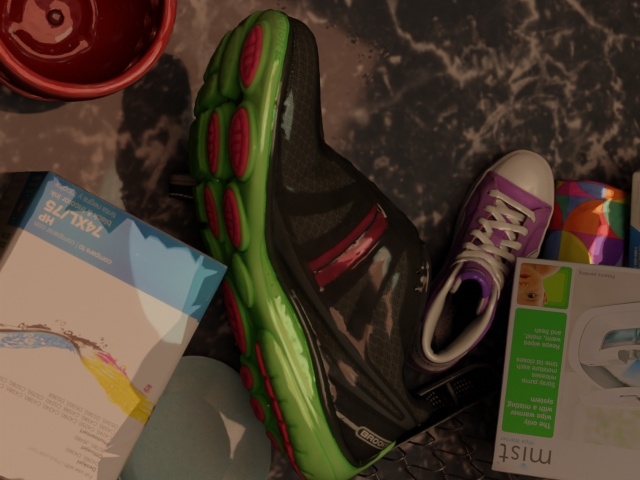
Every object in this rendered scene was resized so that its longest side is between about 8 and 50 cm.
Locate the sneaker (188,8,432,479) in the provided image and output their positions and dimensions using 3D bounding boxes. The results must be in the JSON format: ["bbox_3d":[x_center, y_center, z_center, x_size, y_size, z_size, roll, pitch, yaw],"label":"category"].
[{"bbox_3d":[0.000,0.000,1.474,0.202,0.185,0.483,-19,113,-20],"label":"sneaker"}]

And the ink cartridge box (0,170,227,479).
[{"bbox_3d":[-0.257,0.096,1.446,0.197,0.198,0.270,29,82,-19],"label":"ink cartridge box"}]

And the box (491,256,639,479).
[{"bbox_3d":[0.329,0.147,1.566,0.262,0.127,0.231,7,85,20],"label":"box"}]

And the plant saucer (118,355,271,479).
[{"bbox_3d":[-0.139,0.218,1.560,0.195,0.037,0.195,8,76,-38],"label":"plant saucer"}]

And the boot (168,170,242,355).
[{"bbox_3d":[-0.068,0.035,1.575,0.236,0.085,0.178,19,89,-18],"label":"boot"}]

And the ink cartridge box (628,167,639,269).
[{"bbox_3d":[0.458,-0.007,1.625,0.078,0.231,0.134,-28,122,-53],"label":"ink cartridge box"}]

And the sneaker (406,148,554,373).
[{"bbox_3d":[0.185,0.019,1.618,0.102,0.161,0.282,27,81,0],"label":"sneaker"}]

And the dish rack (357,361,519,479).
[{"bbox_3d":[0.139,0.289,1.665,0.208,0.074,0.271,-26,101,-16],"label":"dish rack"}]

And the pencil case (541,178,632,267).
[{"bbox_3d":[0.302,0.041,1.704,0.104,0.104,0.236,12,89,-20],"label":"pencil case"}]

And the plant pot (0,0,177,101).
[{"bbox_3d":[-0.250,-0.228,1.449,0.191,0.174,0.191,-1,93,-20],"label":"plant pot"}]
